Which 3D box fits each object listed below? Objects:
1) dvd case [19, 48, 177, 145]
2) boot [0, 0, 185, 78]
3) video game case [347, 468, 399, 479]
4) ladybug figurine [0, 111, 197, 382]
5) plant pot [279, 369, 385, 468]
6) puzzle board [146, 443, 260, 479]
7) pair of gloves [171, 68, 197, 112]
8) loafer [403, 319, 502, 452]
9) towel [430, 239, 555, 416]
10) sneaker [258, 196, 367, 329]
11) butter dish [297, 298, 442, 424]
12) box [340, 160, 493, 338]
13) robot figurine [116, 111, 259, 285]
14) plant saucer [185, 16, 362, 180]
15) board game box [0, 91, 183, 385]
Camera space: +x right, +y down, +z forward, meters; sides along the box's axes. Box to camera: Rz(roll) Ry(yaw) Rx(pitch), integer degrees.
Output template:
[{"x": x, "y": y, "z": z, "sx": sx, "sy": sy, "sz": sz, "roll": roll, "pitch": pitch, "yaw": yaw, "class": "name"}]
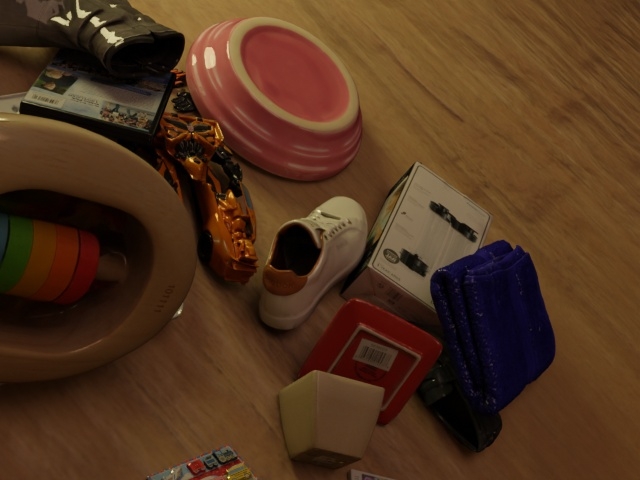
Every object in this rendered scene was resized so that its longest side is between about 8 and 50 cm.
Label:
[{"x": -0.309, "y": -0.212, "z": 1.493, "sx": 0.180, "sy": 0.022, "sz": 0.253, "roll": 14, "pitch": 27, "yaw": -7, "class": "dvd case"}, {"x": -0.367, "y": -0.307, "z": 1.496, "sx": 0.222, "sy": 0.118, "sz": 0.338, "roll": 36, "pitch": 38, "yaw": 25, "class": "boot"}, {"x": 0.093, "y": 0.360, "z": 1.401, "sx": 0.122, "sy": 0.011, "sz": 0.087, "roll": 18, "pitch": 47, "yaw": -22, "class": "video game case"}, {"x": -0.337, "y": -0.002, "z": 1.123, "sx": 0.449, "sy": 0.305, "sz": 0.162, "roll": 21, "pitch": 14, "yaw": -48, "class": "ladybug figurine"}, {"x": 0.011, "y": 0.242, "z": 1.378, "sx": 0.109, "sy": 0.109, "sz": 0.096, "roll": 18, "pitch": 59, "yaw": -23, "class": "plant pot"}, {"x": -0.133, "y": 0.299, "z": 1.268, "sx": 0.128, "sy": 0.011, "sz": 0.096, "roll": -14, "pitch": 45, "yaw": -42, "class": "puzzle board"}, {"x": -0.225, "y": -0.241, "z": 1.675, "sx": 0.083, "sy": 0.010, "sz": 0.074, "roll": 52, "pitch": 42, "yaw": 8, "class": "pair of gloves"}, {"x": 0.178, "y": 0.213, "z": 1.536, "sx": 0.223, "sy": 0.076, "sz": 0.078, "roll": 50, "pitch": 35, "yaw": 4, "class": "loafer"}, {"x": 0.276, "y": 0.121, "z": 1.579, "sx": 0.308, "sy": 0.076, "sz": 0.228, "roll": -16, "pitch": 87, "yaw": -61, "class": "towel"}, {"x": 0.000, "y": 0.000, "z": 1.535, "sx": 0.105, "sy": 0.123, "sz": 0.290, "roll": 15, "pitch": 40, "yaw": 15, "class": "sneaker"}, {"x": 0.067, "y": 0.152, "z": 1.479, "sx": 0.160, "sy": 0.160, "sz": 0.118, "roll": 28, "pitch": 20, "yaw": -13, "class": "butter dish"}, {"x": 0.161, "y": 0.020, "z": 1.677, "sx": 0.169, "sy": 0.087, "sz": 0.290, "roll": 34, "pitch": 43, "yaw": -7, "class": "box"}, {"x": -0.186, "y": -0.074, "z": 1.509, "sx": 0.211, "sy": 0.085, "sz": 0.291, "roll": 6, "pitch": 53, "yaw": -33, "class": "robot figurine"}, {"x": -0.060, "y": -0.254, "z": 1.743, "sx": 0.332, "sy": 0.084, "sz": 0.332, "roll": 21, "pitch": 46, "yaw": -24, "class": "plant saucer"}, {"x": -0.422, "y": -0.001, "z": 1.304, "sx": 0.390, "sy": 0.050, "sz": 0.390, "roll": -20, "pitch": 68, "yaw": -44, "class": "board game box"}]
